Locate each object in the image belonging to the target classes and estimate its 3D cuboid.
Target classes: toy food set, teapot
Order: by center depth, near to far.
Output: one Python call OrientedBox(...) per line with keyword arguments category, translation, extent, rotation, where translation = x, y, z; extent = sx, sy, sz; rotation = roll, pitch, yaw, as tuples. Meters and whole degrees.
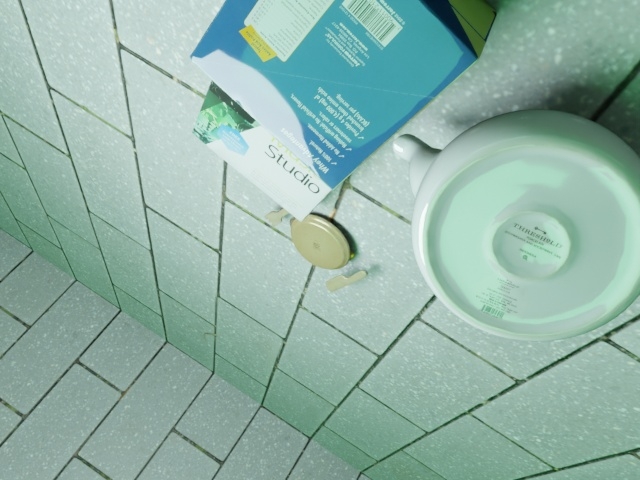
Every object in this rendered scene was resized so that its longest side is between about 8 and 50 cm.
OrientedBox(category="teapot", translation=(0.228, -0.028, 0.622), extent=(0.253, 0.187, 0.255), rotation=(-20, 104, 25))
OrientedBox(category="toy food set", translation=(0.000, 0.000, 1.043), extent=(0.192, 0.038, 0.132), rotation=(49, 141, -12))

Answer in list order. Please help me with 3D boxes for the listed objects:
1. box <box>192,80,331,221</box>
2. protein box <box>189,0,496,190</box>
OrientedBox(category="box", translation=(-0.047, -0.171, 0.817), extent=(0.232, 0.058, 0.322), rotation=(39, 149, -5))
OrientedBox(category="protein box", translation=(0.022, -0.200, 0.568), extent=(0.200, 0.136, 0.201), rotation=(42, 131, -10))
